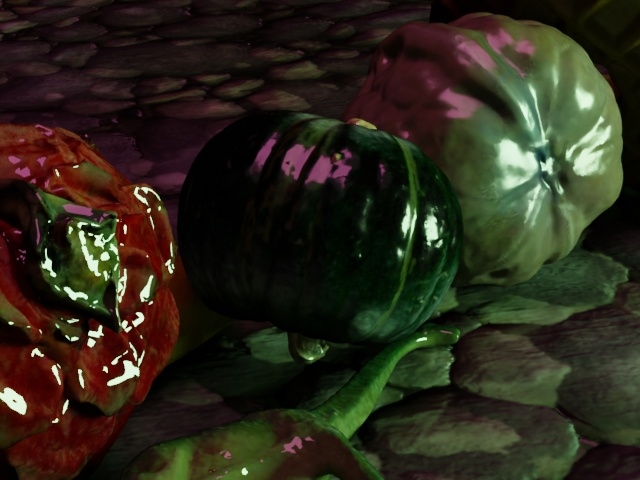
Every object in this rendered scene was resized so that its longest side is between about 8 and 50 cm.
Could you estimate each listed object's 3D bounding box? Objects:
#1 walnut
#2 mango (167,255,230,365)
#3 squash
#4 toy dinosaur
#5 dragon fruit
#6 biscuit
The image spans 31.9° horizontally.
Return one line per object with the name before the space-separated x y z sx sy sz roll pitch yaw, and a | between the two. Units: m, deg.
walnut | 0.132 -0.082 0.979 0.248 0.248 0.248 -1 24 1
mango | -0.159 0.057 0.854 0.228 0.099 0.136 -11 18 -40
squash | 0.000 -0.006 0.810 0.218 0.218 0.172 16 71 34
toy dinosaur | -0.065 0.128 0.702 0.447 0.087 0.301 -4 22 -17
dragon fruit | -0.221 0.054 0.650 0.299 0.244 0.244 -35 25 7
biscuit | 0.257 -0.173 1.085 0.332 0.332 0.103 17 63 35
